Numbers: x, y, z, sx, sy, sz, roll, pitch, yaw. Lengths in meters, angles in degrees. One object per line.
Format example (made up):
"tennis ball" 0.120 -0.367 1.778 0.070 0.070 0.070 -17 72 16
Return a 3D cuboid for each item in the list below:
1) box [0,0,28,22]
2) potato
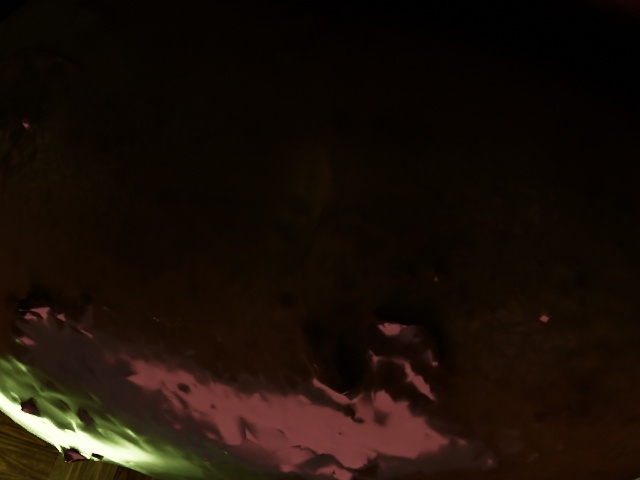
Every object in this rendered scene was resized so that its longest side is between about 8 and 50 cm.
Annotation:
"box" -0.164 -0.071 0.986 0.070 0.152 0.237 26 174 -36
"potato" -0.007 -0.002 0.724 0.359 0.219 0.270 7 176 44
